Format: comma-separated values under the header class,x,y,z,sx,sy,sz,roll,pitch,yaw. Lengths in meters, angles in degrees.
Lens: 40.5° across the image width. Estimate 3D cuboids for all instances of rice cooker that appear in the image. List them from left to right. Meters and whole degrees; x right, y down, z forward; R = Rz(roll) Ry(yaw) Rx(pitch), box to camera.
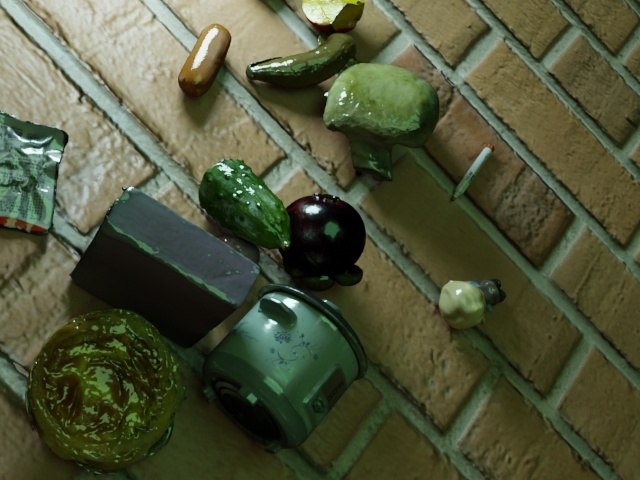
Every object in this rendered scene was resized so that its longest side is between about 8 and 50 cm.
class,x,y,z,sx,sy,sz,roll,pitch,yaw
rice cooker,-0.061,0.234,1.671,0.316,0.264,0.317,-22,119,-45

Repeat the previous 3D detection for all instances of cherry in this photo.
class,x,y,z,sx,sy,sz,roll,pitch,yaw
cherry,-0.174,0.042,1.789,0.106,0.087,0.126,-9,72,-24

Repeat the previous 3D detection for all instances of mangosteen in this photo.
class,x,y,z,sx,sy,sz,roll,pitch,yaw
mangosteen,0.000,0.000,1.839,0.209,0.210,0.210,10,66,-23

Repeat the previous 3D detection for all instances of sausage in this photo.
class,x,y,z,sx,sy,sz,roll,pitch,yaw
sausage,-0.255,-0.406,1.936,0.076,0.076,0.198,29,59,-14

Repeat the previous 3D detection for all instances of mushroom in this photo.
class,x,y,z,sx,sy,sz,roll,pitch,yaw
mushroom,0.140,-0.309,2.019,0.217,0.212,0.292,38,65,-30

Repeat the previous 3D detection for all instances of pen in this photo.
class,x,y,z,sx,sy,sz,roll,pitch,yaw
pen,0.383,-0.170,2.190,0.026,0.026,0.218,43,58,-5

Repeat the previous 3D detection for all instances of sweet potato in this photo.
class,x,y,z,sx,sy,sz,roll,pitch,yaw
sweet potato,-0.039,-0.414,2.046,0.285,0.085,0.112,-21,62,-18

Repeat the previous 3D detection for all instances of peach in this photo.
class,x,y,z,sx,sy,sz,roll,pitch,yaw
peach,0.029,-0.576,2.124,0.151,0.118,0.151,-1,81,6

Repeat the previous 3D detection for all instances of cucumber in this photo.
class,x,y,z,sx,sy,sz,roll,pitch,yaw
cucumber,-0.136,-0.056,1.767,0.134,0.134,0.244,-25,54,-32

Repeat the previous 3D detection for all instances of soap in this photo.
class,x,y,z,sx,sy,sz,roll,pitch,yaw
soap,-0.297,0.062,1.599,0.285,0.296,0.107,33,57,-14

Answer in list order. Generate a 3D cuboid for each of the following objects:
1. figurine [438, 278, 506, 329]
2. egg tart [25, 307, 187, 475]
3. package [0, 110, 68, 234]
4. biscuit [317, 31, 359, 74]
class,x,y,z,sx,sy,sz,roll,pitch,yaw
figurine,0.356,0.136,2.024,0.196,0.108,0.114,-19,89,-49
egg tart,-0.388,0.273,1.576,0.297,0.132,0.297,2,82,-17
package,-0.587,-0.132,1.683,0.166,0.040,0.232,11,73,-19
biscuit,0.048,-0.454,2.140,0.071,0.018,0.147,-37,90,-30
